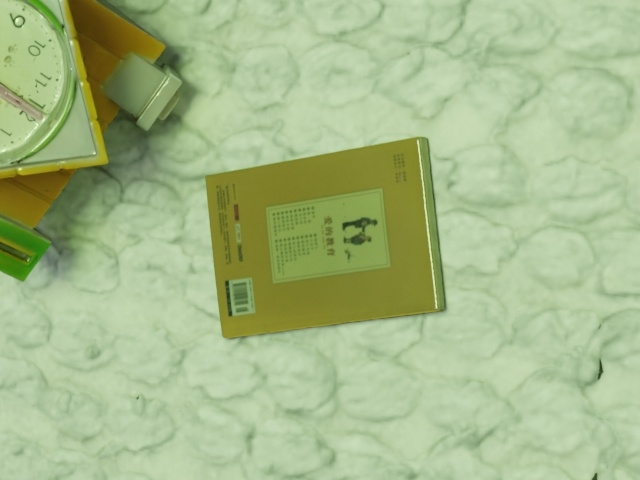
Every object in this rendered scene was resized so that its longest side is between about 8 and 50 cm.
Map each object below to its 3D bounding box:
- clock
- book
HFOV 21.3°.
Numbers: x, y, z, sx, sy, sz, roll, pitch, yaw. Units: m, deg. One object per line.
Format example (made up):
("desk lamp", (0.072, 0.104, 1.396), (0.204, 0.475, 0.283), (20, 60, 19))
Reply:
("clock", (-0.255, -0.131, 1.149), (0.309, 0.166, 0.235), (34, 97, -20))
("book", (0.000, 0.000, 1.162), (0.172, 0.012, 0.118), (-8, 85, 29))
